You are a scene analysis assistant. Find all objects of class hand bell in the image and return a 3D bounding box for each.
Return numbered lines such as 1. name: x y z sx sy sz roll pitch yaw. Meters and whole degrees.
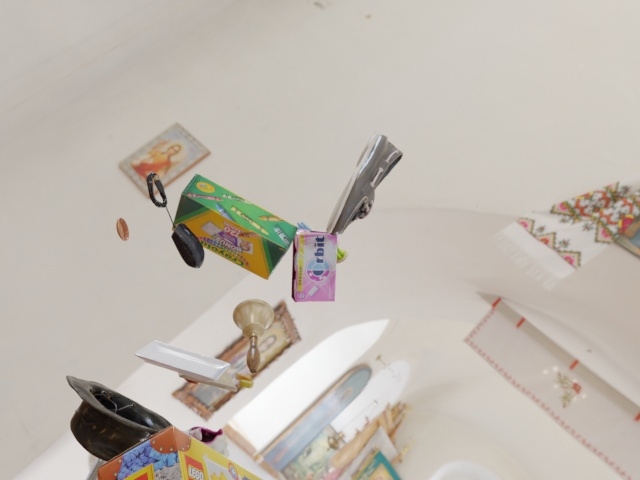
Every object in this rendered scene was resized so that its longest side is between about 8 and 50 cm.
1. hand bell: -0.191 0.286 1.481 0.126 0.126 0.242 57 10 -28

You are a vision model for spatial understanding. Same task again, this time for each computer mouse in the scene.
1. computer mouse: -0.322 -0.047 1.177 0.242 0.041 0.071 64 20 -13

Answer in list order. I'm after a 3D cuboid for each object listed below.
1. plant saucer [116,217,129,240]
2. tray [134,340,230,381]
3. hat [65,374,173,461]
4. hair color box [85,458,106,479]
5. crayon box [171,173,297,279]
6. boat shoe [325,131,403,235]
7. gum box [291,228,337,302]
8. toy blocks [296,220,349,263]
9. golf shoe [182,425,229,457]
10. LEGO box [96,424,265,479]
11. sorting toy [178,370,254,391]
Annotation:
1. plant saucer: -0.692 -0.038 1.816 0.083 0.013 0.083 -13 90 -88
2. tray: -0.430 0.383 1.630 0.270 0.030 0.145 16 7 6
3. hat: -0.525 0.474 1.312 0.331 0.134 0.331 27 -17 9
4. hair color box: -0.511 0.771 1.546 0.114 0.185 0.374 -24 -58 38
5. crayon box: -0.215 -0.029 1.285 0.278 0.081 0.165 28 -38 -6
6. boat shoe: 0.112 -0.128 1.204 0.095 0.335 0.112 28 -37 -3
7. gum box: -0.017 0.063 1.360 0.062 0.107 0.188 -152 -117 -75
8. toy blocks: 0.000 0.000 1.530 0.148 0.054 0.123 45 -20 -27
9. golf shoe: -0.487 0.737 1.922 0.115 0.306 0.140 -84 179 -67
10. LEGO box: -0.220 0.673 1.088 0.500 0.193 0.372 59 2 -46
11. sorting toy: -0.384 0.504 1.906 0.307 0.041 0.229 23 -3 -23
